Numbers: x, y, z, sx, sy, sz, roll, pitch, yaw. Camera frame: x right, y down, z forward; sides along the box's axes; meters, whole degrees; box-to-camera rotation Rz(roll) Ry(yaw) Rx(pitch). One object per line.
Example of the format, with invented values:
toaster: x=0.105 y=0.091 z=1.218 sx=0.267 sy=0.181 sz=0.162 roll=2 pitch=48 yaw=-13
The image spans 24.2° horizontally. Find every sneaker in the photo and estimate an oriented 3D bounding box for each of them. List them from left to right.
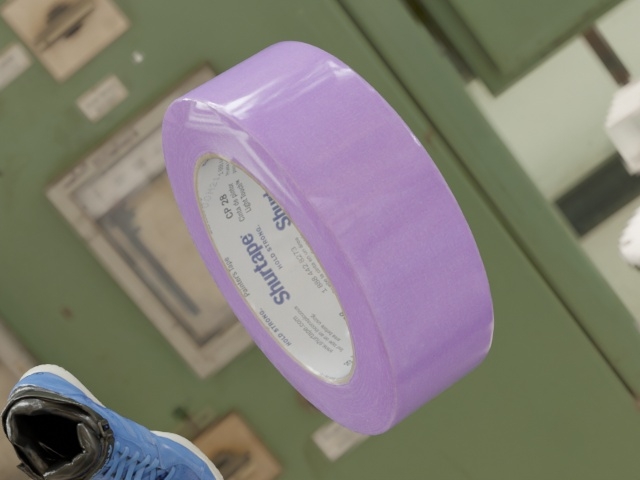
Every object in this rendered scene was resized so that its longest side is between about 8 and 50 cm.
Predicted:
sneaker: x=-0.129 y=0.137 z=0.919 sx=0.058 sy=0.152 sz=0.084 roll=-52 pitch=5 yaw=10

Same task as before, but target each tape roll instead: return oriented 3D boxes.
tape roll: x=0.000 y=0.000 z=1.061 sx=0.090 sy=0.275 sz=0.275 roll=-33 pitch=15 yaw=-21
